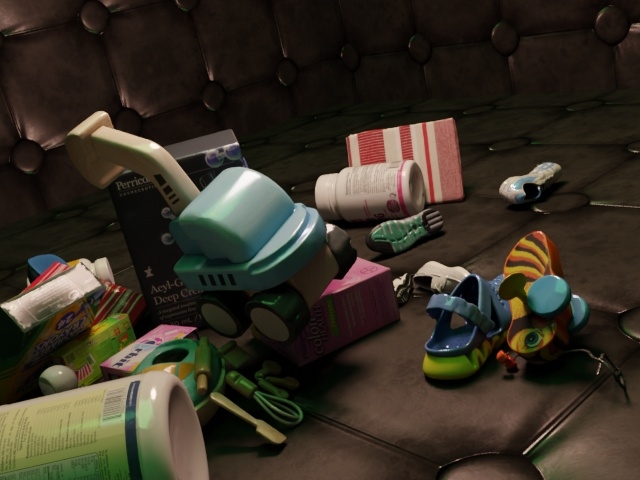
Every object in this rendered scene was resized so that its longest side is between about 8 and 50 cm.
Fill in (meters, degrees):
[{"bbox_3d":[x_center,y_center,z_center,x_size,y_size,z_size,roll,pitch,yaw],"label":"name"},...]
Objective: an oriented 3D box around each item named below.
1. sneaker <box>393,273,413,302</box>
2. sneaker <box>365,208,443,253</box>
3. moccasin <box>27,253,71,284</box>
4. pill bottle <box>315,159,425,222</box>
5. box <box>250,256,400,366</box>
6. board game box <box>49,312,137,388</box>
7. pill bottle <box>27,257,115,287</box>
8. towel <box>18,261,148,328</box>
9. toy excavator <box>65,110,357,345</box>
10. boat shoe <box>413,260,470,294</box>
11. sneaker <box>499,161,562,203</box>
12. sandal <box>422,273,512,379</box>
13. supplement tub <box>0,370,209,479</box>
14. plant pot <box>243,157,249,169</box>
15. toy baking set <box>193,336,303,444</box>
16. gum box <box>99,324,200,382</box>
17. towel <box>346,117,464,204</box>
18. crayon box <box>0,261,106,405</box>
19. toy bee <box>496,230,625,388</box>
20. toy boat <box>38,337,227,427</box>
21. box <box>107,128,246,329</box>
[{"bbox_3d":[0.166,0.109,1.612,0.044,0.040,0.109,-23,9,27],"label":"sneaker"},{"bbox_3d":[0.201,-0.014,1.910,0.224,0.083,0.098,-17,-3,-24],"label":"sneaker"},{"bbox_3d":[-0.613,0.156,1.866,0.138,0.116,0.342,-11,37,-38],"label":"moccasin"},{"bbox_3d":[0.140,-0.134,2.134,0.283,0.160,0.160,-4,21,26],"label":"pill bottle"},{"bbox_3d":[-0.004,0.128,1.536,0.243,0.117,0.214,-23,21,-24],"label":"box"},{"bbox_3d":[-0.472,0.236,1.590,0.043,0.092,0.181,1,23,35],"label":"board game box"},{"bbox_3d":[-0.671,0.117,2.042,0.209,0.117,0.117,-16,19,-10],"label":"pill bottle"},{"bbox_3d":[-0.549,0.144,1.766,0.275,0.031,0.199,20,31,5],"label":"towel"},{"bbox_3d":[-0.211,-0.055,1.361,0.433,0.445,0.222,-3,37,44],"label":"toy excavator"},{"bbox_3d":[0.256,0.087,1.567,0.063,0.066,0.184,-35,27,-17],"label":"boat shoe"},{"bbox_3d":[0.575,-0.146,2.013,0.237,0.085,0.086,-23,46,-35],"label":"sneaker"},{"bbox_3d":[0.286,0.119,1.333,0.126,0.138,0.317,0,21,41],"label":"sandal"},{"bbox_3d":[-0.333,0.321,1.017,0.325,0.235,0.235,-13,18,1],"label":"supplement tub"},{"bbox_3d":[-0.340,-0.113,2.313,0.236,0.235,0.212,-26,17,-31],"label":"plant pot"},{"bbox_3d":[-0.122,0.240,1.275,0.197,0.030,0.256,19,19,-10],"label":"toy baking set"},{"bbox_3d":[-0.343,0.242,1.527,0.107,0.062,0.188,0,23,36],"label":"gum box"},{"bbox_3d":[0.244,-0.214,2.190,0.329,0.236,0.037,-6,3,23],"label":"towel"},{"bbox_3d":[-0.578,0.210,1.558,0.203,0.083,0.323,-36,-16,-48],"label":"crayon box"},{"bbox_3d":[0.348,0.128,1.229,0.162,0.195,0.298,-33,23,22],"label":"toy bee"},{"bbox_3d":[-0.326,0.262,1.323,0.319,0.148,0.267,-13,19,1],"label":"toy boat"},{"bbox_3d":[-0.284,-0.020,1.729,0.294,0.395,0.212,-16,18,-6],"label":"box"}]
